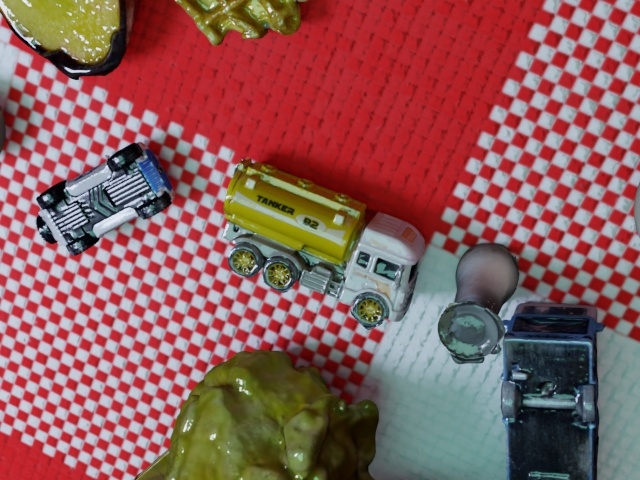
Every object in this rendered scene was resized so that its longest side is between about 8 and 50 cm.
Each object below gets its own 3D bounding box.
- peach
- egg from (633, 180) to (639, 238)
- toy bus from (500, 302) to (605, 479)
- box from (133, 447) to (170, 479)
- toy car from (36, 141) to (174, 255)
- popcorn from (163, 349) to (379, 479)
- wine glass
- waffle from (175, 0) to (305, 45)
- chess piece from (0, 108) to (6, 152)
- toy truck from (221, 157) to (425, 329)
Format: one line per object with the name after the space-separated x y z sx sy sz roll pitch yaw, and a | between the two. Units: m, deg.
-0.277 -0.304 1.316 0.189 0.068 0.279 1 120 28 | peach
0.396 -0.046 1.192 0.209 0.151 0.151 -30 102 24 | egg
0.249 0.216 1.357 0.106 0.131 0.297 1 112 15 | toy bus
-0.162 0.295 1.566 0.090 0.023 0.133 44 116 -7 | box
-0.244 -0.046 1.418 0.171 0.070 0.080 -26 104 22 | toy car
-0.054 0.259 1.392 0.224 0.270 0.257 13 111 -39 | popcorn
0.163 0.063 1.301 0.072 0.155 0.072 6 113 13 | wine glass
-0.086 -0.296 1.275 0.160 0.055 0.211 -34 99 26 | waffle
-0.474 -0.135 1.426 0.243 0.133 0.133 8 114 5 | chess piece
0.000 0.000 1.354 0.227 0.098 0.114 22 111 7 | toy truck
